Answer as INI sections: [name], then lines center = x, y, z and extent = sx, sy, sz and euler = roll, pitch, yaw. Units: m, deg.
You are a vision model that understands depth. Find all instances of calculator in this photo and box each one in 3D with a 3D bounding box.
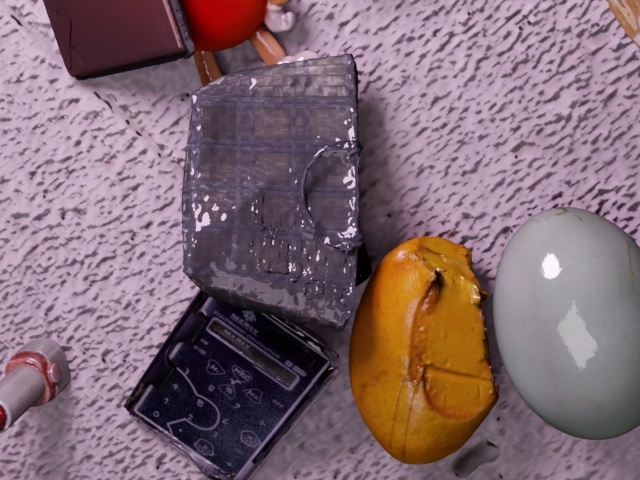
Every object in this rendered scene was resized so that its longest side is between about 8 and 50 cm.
[calculator]
center = -0.096, 0.151, 1.747
extent = 0.165, 0.028, 0.274
euler = 36, 134, 0

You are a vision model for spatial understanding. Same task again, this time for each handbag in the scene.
[handbag]
center = -0.043, -0.049, 1.608
extent = 0.175, 0.088, 0.270
euler = 1, 83, 7

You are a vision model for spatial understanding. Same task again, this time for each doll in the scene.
[doll]
center = -0.112, -0.227, 1.644
extent = 0.183, 0.085, 0.217
euler = -21, 118, 23

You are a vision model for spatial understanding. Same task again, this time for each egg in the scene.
[egg]
center = 0.251, 0.079, 1.599
extent = 0.168, 0.168, 0.231
euler = -14, 99, 19

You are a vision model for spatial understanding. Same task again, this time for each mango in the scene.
[mango]
center = 0.105, 0.116, 1.675
extent = 0.154, 0.126, 0.252
euler = 7, 117, 2

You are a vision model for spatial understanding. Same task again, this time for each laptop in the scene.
[laptop]
center = -0.208, -0.240, 1.636
extent = 0.207, 0.026, 0.154
euler = -4, 108, 51

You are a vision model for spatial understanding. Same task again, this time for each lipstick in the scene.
[lipstick]
center = -0.325, 0.166, 1.769
extent = 0.057, 0.186, 0.063
euler = -11, 105, 17

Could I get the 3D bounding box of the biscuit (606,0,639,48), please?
[biscuit]
center = 0.433, -0.264, 1.498
extent = 0.344, 0.057, 0.287
euler = -34, 97, 22

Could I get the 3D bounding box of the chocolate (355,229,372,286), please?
[chocolate]
center = 0.000, 0.000, 1.687
extent = 0.125, 0.080, 0.149
euler = 21, 104, 12
